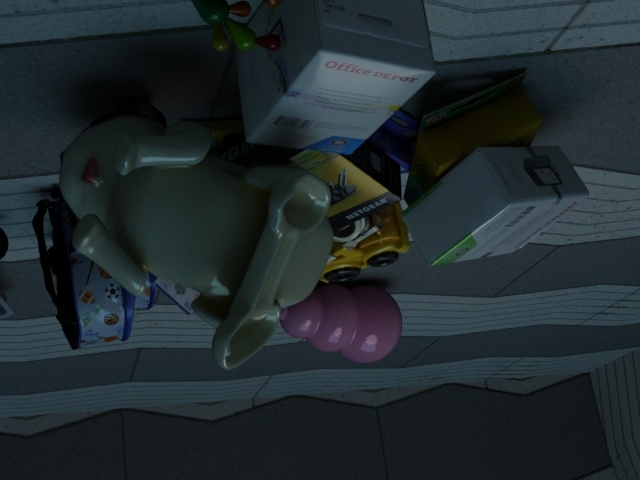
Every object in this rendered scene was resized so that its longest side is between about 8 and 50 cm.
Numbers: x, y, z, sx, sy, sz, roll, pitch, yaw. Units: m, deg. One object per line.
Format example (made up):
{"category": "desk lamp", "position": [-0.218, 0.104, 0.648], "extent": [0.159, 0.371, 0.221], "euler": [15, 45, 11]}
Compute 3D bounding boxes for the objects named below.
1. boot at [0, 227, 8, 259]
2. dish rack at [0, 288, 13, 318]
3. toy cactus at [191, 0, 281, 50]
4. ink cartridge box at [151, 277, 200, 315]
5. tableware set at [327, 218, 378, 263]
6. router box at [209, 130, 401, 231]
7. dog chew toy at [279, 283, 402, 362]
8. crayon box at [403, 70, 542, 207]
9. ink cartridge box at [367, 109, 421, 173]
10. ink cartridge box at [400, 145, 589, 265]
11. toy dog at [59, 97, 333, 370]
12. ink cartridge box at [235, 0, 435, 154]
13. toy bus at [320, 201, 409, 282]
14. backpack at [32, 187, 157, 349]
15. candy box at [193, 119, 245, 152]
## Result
{"category": "boot", "position": [-0.733, 0.026, 1.725], "extent": [0.247, 0.094, 0.207], "euler": [10, 150, -24]}
{"category": "dish rack", "position": [-0.853, 0.116, 1.948], "extent": [0.333, 0.072, 0.285], "euler": [-6, 158, -5]}
{"category": "toy cactus", "position": [-0.142, -0.308, 1.081], "extent": [0.181, 0.112, 0.219], "euler": [5, 153, 19]}
{"category": "ink cartridge box", "position": [-0.240, 0.016, 1.759], "extent": [0.045, 0.224, 0.223], "euler": [30, 167, 18]}
{"category": "tableware set", "position": [0.000, 0.000, 1.715], "extent": [0.194, 0.039, 0.128], "euler": [-36, 118, 24]}
{"category": "router box", "position": [-0.055, -0.095, 1.549], "extent": [0.309, 0.081, 0.243], "euler": [-26, 139, 34]}
{"category": "dog chew toy", "position": [0.043, 0.202, 2.347], "extent": [0.332, 0.206, 0.206], "euler": [13, 151, -26]}
{"category": "crayon box", "position": [0.261, -0.151, 1.594], "extent": [0.202, 0.081, 0.318], "euler": [-25, 160, -9]}
{"category": "ink cartridge box", "position": [0.034, -0.144, 1.637], "extent": [0.311, 0.065, 0.186], "euler": [-22, 155, 28]}
{"category": "ink cartridge box", "position": [0.306, -0.063, 1.577], "extent": [0.273, 0.114, 0.198], "euler": [-7, 152, -47]}
{"category": "toy dog", "position": [-0.195, -0.060, 1.337], "extent": [0.408, 0.284, 0.395], "euler": [26, -161, 16]}
{"category": "ink cartridge box", "position": [0.013, -0.246, 1.211], "extent": [0.171, 0.168, 0.233], "euler": [5, 155, -28]}
{"category": "toy bus", "position": [0.037, -0.019, 1.813], "extent": [0.220, 0.149, 0.211], "euler": [-21, 159, 26]}
{"category": "backpack", "position": [-0.419, 0.067, 1.719], "extent": [0.213, 0.263, 0.276], "euler": [-4, 157, -12]}
{"category": "candy box", "position": [-0.188, -0.149, 1.582], "extent": [0.105, 0.027, 0.206], "euler": [-2, 158, -10]}
